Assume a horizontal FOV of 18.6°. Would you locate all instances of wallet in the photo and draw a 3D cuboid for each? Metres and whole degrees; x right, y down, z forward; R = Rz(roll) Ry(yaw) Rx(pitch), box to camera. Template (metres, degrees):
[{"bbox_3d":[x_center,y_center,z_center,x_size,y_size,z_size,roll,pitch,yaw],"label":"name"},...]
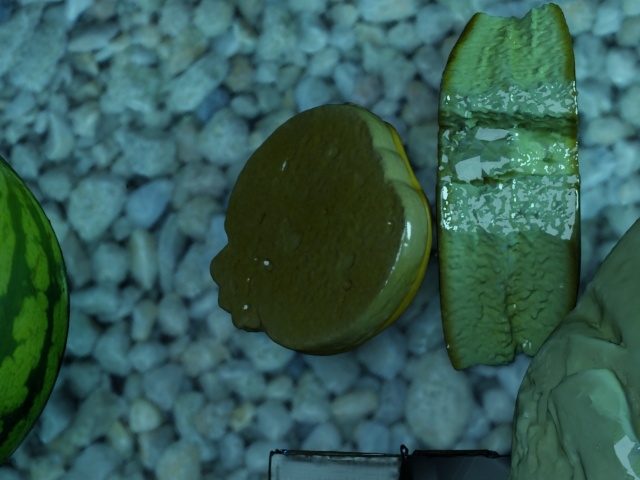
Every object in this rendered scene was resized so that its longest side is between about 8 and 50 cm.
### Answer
[{"bbox_3d":[0.079,0.189,1.212,0.230,0.042,0.124,-1,78,12],"label":"wallet"}]

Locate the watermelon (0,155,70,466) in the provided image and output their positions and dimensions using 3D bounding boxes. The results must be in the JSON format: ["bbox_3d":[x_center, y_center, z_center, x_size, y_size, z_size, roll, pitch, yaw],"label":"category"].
[{"bbox_3d":[-0.296,0.037,1.204,0.285,0.285,0.285,-3,77,12],"label":"watermelon"}]

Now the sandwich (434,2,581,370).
[{"bbox_3d":[0.119,-0.044,1.231,0.090,0.088,0.244,0,77,9],"label":"sandwich"}]

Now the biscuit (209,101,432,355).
[{"bbox_3d":[0.003,0.001,1.250,0.170,0.050,0.170,-19,62,39],"label":"biscuit"}]

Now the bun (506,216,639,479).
[{"bbox_3d":[0.269,0.128,1.081,0.359,0.211,0.360,-1,78,4],"label":"bun"}]
